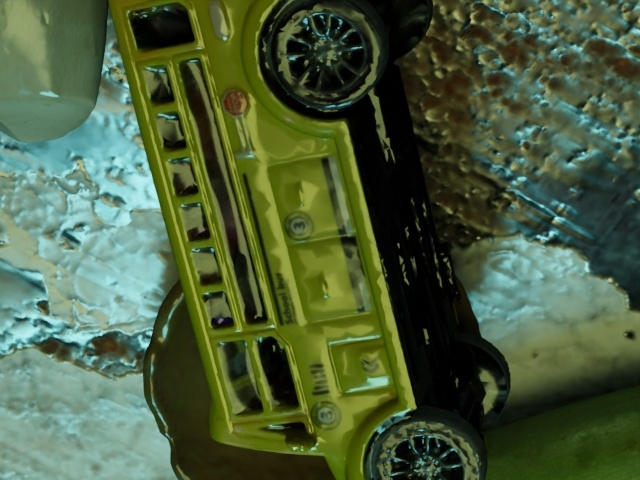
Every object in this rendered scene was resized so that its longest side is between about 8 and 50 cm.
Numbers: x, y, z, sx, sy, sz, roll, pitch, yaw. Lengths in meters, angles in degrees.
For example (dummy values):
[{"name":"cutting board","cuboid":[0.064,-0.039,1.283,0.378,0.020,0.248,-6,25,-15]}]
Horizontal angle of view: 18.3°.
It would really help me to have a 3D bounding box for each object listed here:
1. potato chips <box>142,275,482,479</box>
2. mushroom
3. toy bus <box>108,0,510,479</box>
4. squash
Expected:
[{"name":"potato chips","cuboid":[-0.004,0.074,1.183,0.195,0.062,0.208,26,113,-5]},{"name":"mushroom","cuboid":[-0.152,-0.151,1.026,0.088,0.097,0.212,-2,116,-29]},{"name":"toy bus","cuboid":[0.000,0.000,1.053,0.151,0.145,0.331,-10,104,14]},{"name":"squash","cuboid":[0.156,0.157,1.204,0.371,0.118,0.118,-20,120,12]}]
